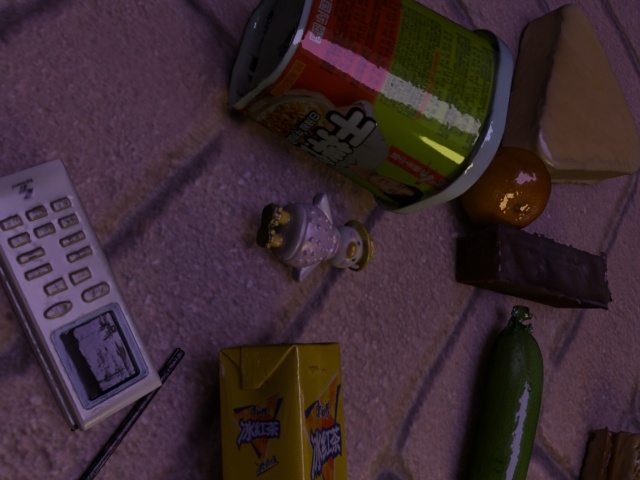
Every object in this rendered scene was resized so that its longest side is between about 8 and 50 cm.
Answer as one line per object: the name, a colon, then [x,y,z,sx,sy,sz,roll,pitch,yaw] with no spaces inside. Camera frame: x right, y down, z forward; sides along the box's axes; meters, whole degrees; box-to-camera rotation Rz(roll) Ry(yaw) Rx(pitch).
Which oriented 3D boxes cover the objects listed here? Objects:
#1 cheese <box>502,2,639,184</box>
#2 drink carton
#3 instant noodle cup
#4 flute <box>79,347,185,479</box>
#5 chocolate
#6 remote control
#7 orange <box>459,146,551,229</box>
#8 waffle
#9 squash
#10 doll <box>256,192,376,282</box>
cheese: [0.530,-0.241,1.429,0.383,0.104,0.384,9,76,-38]
drink carton: [-0.037,0.300,0.839,0.154,0.111,0.352,18,66,-67]
instant noodle cup: [0.057,-0.217,0.964,0.307,0.293,0.294,23,68,-26]
flute: [-0.233,0.228,0.789,0.014,0.014,0.270,48,57,-21]
chocolate: [0.382,0.058,1.252,0.321,0.111,0.112,13,72,-35]
remote control: [-0.275,0.058,0.761,0.102,0.055,0.277,-28,99,-38]
orange: [0.314,-0.090,1.203,0.154,0.155,0.134,25,29,-32]
waffle: [0.632,0.564,1.355,0.376,0.114,0.261,42,61,-25]
squash: [0.308,0.286,1.156,0.101,0.101,0.379,32,61,-30]
doll: [0.000,0.000,0.977,0.207,0.081,0.129,14,92,-38]
